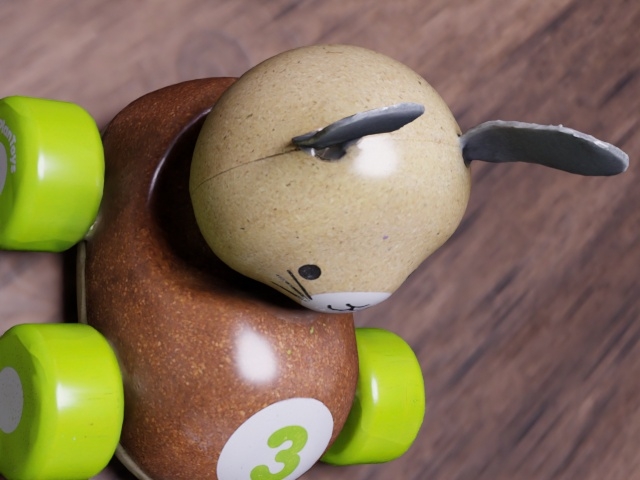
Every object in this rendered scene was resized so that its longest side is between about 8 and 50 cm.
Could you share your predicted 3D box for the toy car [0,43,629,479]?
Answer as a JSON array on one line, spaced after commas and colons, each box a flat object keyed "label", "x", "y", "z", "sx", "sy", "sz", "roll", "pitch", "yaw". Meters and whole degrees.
[{"label": "toy car", "x": 0.000, "y": 0.000, "z": 0.460, "sx": 0.155, "sy": 0.188, "sz": 0.149, "roll": 4, "pitch": 73, "yaw": -37}]
